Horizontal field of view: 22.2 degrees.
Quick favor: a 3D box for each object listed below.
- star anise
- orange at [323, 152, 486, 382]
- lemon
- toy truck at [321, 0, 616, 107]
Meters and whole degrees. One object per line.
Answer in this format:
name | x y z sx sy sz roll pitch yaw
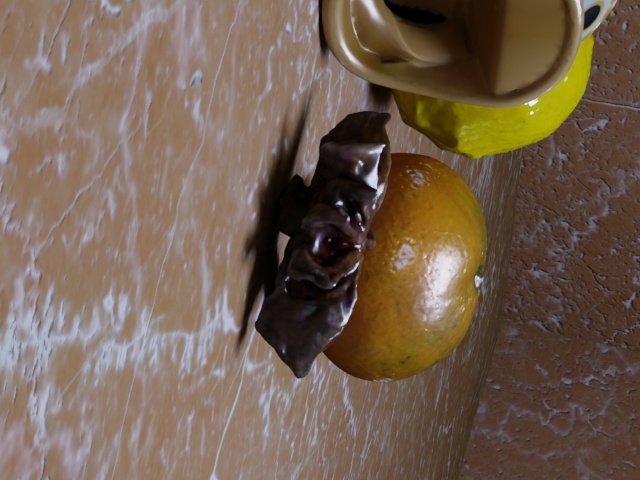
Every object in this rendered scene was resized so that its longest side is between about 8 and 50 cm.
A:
star anise | 0.002 -0.005 1.464 0.220 0.099 0.214 -68 180 -59
orange | 0.083 0.030 1.683 0.240 0.171 0.240 14 90 -80
lemon | 0.185 -0.206 1.802 0.288 0.233 0.233 -64 164 -77
toy truck | 0.151 -0.261 1.508 0.204 0.288 0.211 92 3 -49
